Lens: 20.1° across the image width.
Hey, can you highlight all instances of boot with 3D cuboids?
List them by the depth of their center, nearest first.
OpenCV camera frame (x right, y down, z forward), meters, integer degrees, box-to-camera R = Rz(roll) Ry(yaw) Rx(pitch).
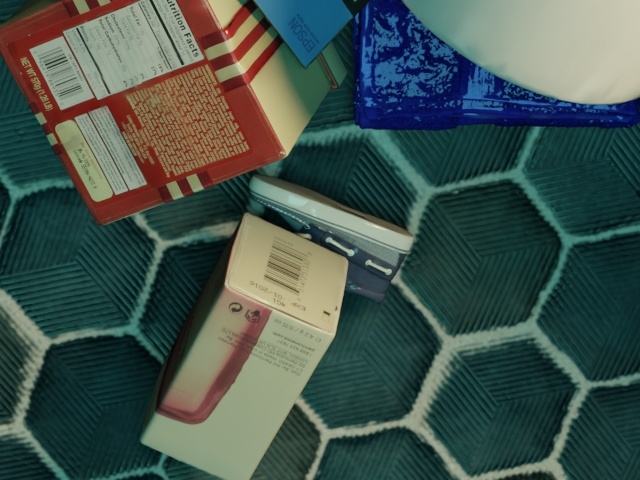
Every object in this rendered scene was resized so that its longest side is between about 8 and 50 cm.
[{"bbox_3d":[0.000,0.000,1.924,0.190,0.069,0.086,22,101,-10],"label":"boot"}]

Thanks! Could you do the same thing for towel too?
[{"bbox_3d":[0.187,-0.220,1.855,0.308,0.076,0.228,0,109,-2],"label":"towel"}]

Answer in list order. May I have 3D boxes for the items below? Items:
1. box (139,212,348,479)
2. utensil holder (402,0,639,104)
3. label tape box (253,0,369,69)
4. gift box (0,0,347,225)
[{"bbox_3d":[-0.080,0.115,1.890,0.127,0.149,0.232,25,121,-9],"label":"box"},{"bbox_3d":[0.255,-0.354,1.513,0.327,0.328,0.385,23,131,-10],"label":"utensil holder"},{"bbox_3d":[0.020,-0.365,1.684,0.334,0.106,0.240,-46,137,-6],"label":"label tape box"},{"bbox_3d":[-0.157,-0.193,1.764,0.276,0.258,0.255,-14,112,23],"label":"gift box"}]
